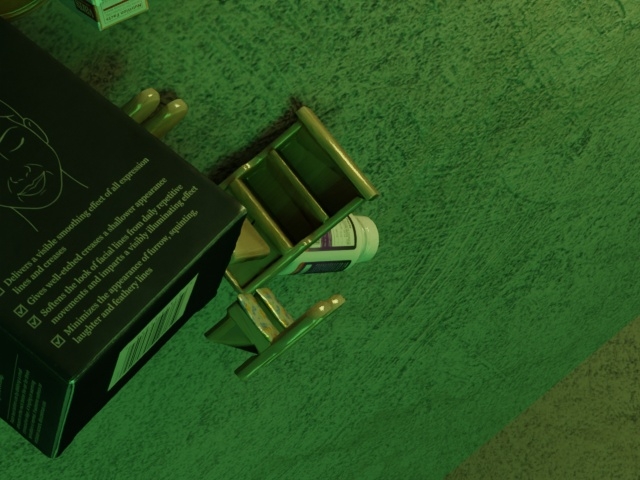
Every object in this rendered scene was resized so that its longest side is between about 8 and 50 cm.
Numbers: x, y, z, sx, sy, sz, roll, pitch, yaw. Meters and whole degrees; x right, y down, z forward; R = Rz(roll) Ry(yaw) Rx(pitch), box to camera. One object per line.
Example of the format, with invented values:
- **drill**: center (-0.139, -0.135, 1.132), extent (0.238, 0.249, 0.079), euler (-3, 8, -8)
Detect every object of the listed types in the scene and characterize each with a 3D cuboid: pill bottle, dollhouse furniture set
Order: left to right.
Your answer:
- **dollhouse furniture set**: center (-0.087, -0.048, 1.790), extent (0.256, 0.362, 0.394), euler (-40, 175, 8)
- **pill bottle**: center (0.000, 0.000, 2.138), extent (0.193, 0.108, 0.108), euler (-2, 134, -41)

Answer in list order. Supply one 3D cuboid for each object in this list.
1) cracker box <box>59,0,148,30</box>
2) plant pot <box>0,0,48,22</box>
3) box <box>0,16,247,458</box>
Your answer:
- **cracker box**: center (-0.265, -0.354, 1.352), extent (0.067, 0.155, 0.232), euler (-29, 134, -24)
- **plant pot**: center (-0.366, -0.328, 1.456), extent (0.236, 0.032, 0.236), euler (-25, 146, -18)
- **box**: center (-0.336, -0.014, 1.440), extent (0.293, 0.395, 0.212), euler (-46, 171, -34)
